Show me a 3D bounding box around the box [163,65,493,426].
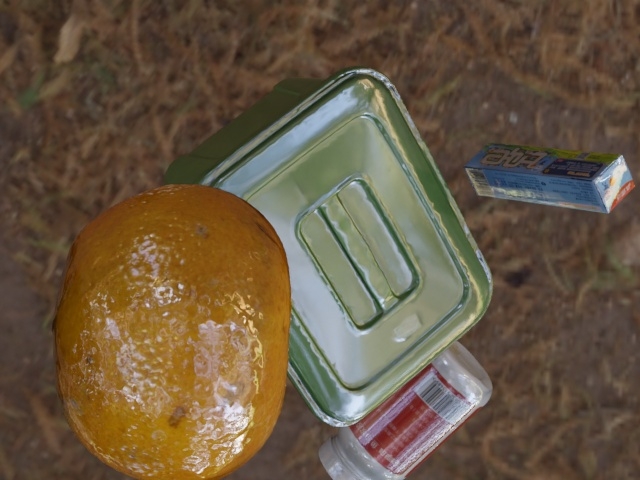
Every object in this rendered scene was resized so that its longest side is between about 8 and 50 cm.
[{"bbox_3d":[0.000,0.000,1.462,0.178,0.253,0.328,20,144,60],"label":"box"}]

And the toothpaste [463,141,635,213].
[{"bbox_3d":[0.245,-0.074,1.475,0.193,0.070,0.044,12,137,52],"label":"toothpaste"}]

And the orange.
[{"bbox_3d":[-0.107,0.068,1.007,0.170,0.224,0.224,7,128,-5],"label":"orange"}]

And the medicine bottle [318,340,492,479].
[{"bbox_3d":[0.119,0.252,1.992,0.131,0.131,0.250,41,105,-16],"label":"medicine bottle"}]
